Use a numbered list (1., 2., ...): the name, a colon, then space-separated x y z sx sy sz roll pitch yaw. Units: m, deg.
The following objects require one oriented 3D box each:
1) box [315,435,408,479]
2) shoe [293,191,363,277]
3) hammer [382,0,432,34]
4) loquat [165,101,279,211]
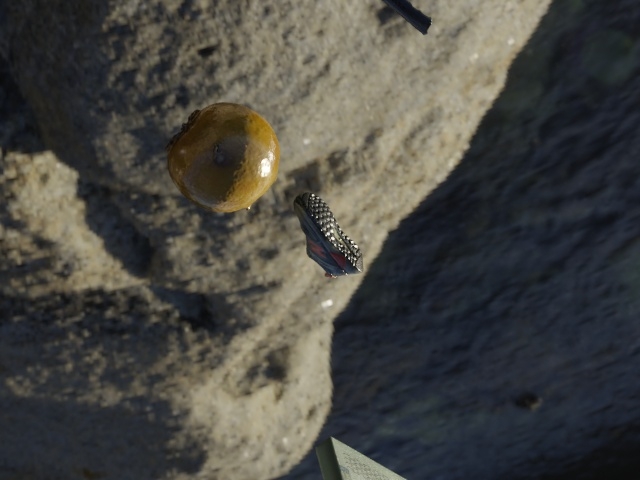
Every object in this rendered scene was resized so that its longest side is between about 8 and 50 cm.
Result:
1. box: 0.100 0.454 1.818 0.045 0.211 0.270 -36 134 18
2. shoe: -0.001 -0.001 1.922 0.077 0.074 0.194 -23 126 25
3. hammer: 0.042 -0.395 1.561 0.297 0.027 0.125 35 140 -5
4. loquat: -0.116 -0.100 1.323 0.141 0.141 0.141 -13 149 -8
